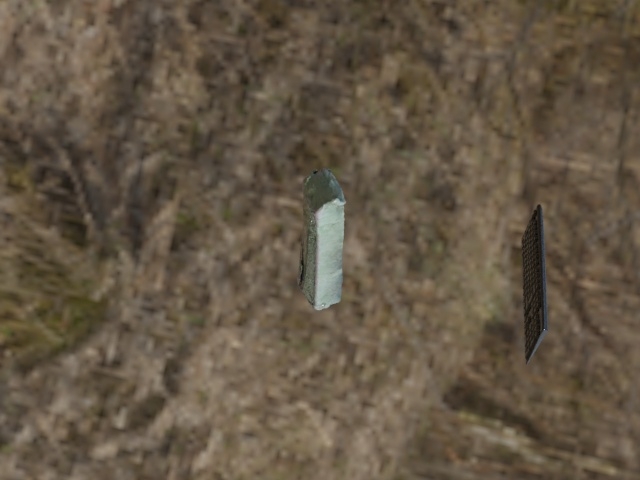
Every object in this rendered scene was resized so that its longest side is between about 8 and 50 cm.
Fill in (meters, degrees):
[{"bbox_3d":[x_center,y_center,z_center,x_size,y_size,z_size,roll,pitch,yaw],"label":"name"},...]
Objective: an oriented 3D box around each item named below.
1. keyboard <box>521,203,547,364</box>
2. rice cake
[{"bbox_3d":[0.238,0.046,1.871,0.198,0.010,0.064,-85,-169,-46],"label":"keyboard"},{"bbox_3d":[0.000,0.000,1.538,0.211,0.034,0.043,92,-27,-61],"label":"rice cake"}]
